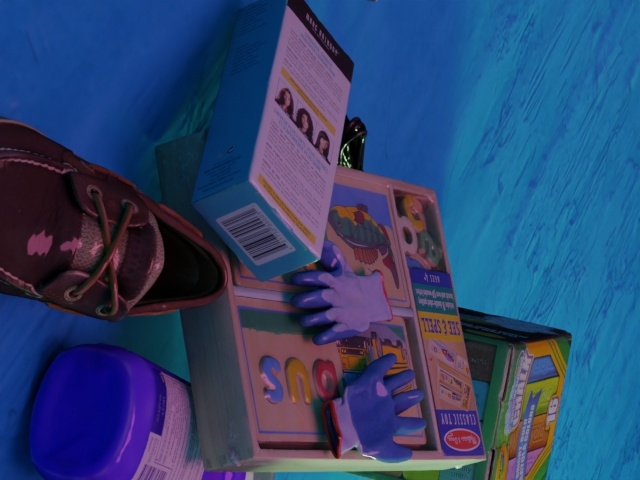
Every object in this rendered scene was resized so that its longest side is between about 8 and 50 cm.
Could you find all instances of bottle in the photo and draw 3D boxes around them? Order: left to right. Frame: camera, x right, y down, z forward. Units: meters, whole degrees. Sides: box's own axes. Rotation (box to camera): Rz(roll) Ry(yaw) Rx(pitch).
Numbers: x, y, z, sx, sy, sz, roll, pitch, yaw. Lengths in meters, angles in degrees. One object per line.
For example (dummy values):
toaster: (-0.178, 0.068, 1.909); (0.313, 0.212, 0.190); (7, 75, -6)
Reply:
bottle: (-0.134, 0.165, 1.598); (0.283, 0.092, 0.118); (39, 62, -65)

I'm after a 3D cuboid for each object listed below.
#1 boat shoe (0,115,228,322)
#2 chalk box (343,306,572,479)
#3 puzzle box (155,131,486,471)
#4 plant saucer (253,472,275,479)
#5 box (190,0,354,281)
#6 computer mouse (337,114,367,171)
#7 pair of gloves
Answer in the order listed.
boat shoe: (-0.165, -0.003, 1.400); (0.342, 0.123, 0.123); (34, 70, -66)
chalk box: (0.132, 0.173, 2.119); (0.289, 0.180, 0.179); (-2, 103, -66)
puzzle box: (0.011, 0.066, 1.727); (0.409, 0.052, 0.272); (9, 68, -59)
plant saucer: (-0.081, 0.226, 1.826); (0.195, 0.037, 0.195); (12, 90, -67)
box: (-0.036, -0.091, 1.610); (0.100, 0.060, 0.244); (49, 33, -32)
computer mouse: (0.000, 0.000, 1.870); (0.184, 0.060, 0.262); (82, 30, -41)
pair of gloves: (0.033, 0.094, 1.675); (0.159, 0.023, 0.198); (-5, 81, -61)
